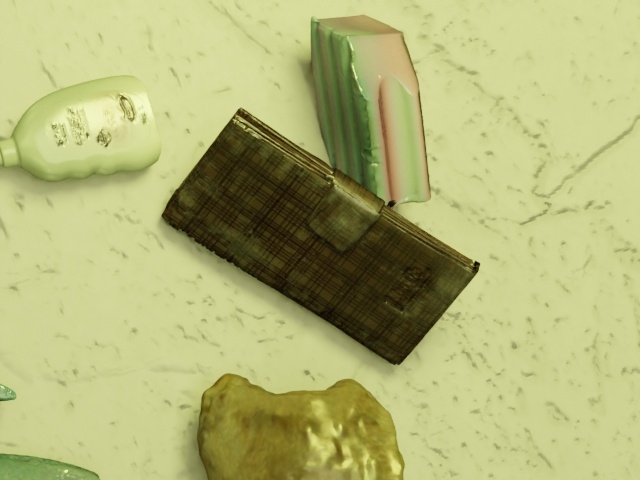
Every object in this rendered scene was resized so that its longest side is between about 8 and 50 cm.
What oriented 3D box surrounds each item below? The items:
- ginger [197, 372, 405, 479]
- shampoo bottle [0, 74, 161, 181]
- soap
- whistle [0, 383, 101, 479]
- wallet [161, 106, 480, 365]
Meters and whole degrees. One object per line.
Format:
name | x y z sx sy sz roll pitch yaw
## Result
ginger | -0.037 0.233 1.270 0.221 0.130 0.276 -14 82 -7
shampoo bottle | -0.204 -0.079 1.299 0.152 0.045 0.077 -14 88 -15
soap | 0.038 -0.107 1.337 0.056 0.100 0.149 -17 114 -22
whistle | -0.295 0.194 1.225 0.274 0.093 0.186 2 83 -18
wallet | 0.000 0.000 1.317 0.230 0.124 0.042 34 32 -8
